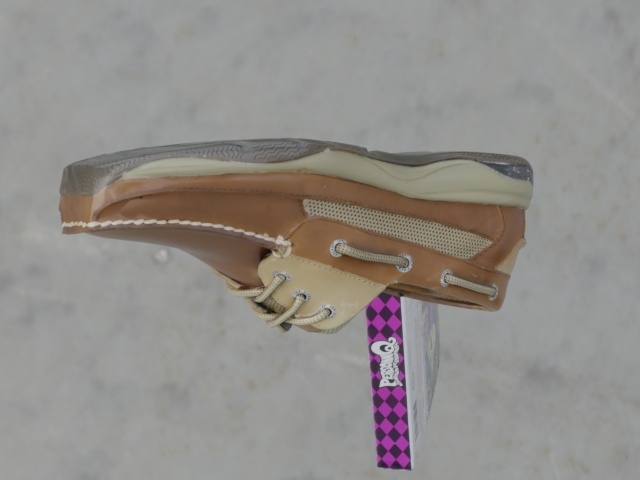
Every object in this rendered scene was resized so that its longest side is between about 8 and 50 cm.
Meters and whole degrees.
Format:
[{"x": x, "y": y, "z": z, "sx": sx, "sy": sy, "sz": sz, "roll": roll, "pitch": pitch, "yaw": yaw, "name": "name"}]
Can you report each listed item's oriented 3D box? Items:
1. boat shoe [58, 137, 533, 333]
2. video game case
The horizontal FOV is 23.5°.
[{"x": 0.000, "y": 0.000, "z": 0.959, "sx": 0.123, "sy": 0.324, "sz": 0.119, "roll": 2, "pitch": 90, "yaw": 61, "name": "boat shoe"}, {"x": 0.080, "y": 0.065, "z": 1.465, "sx": 0.042, "sy": 0.232, "sz": 0.210, "roll": 1, "pitch": 28, "yaw": 12, "name": "video game case"}]
